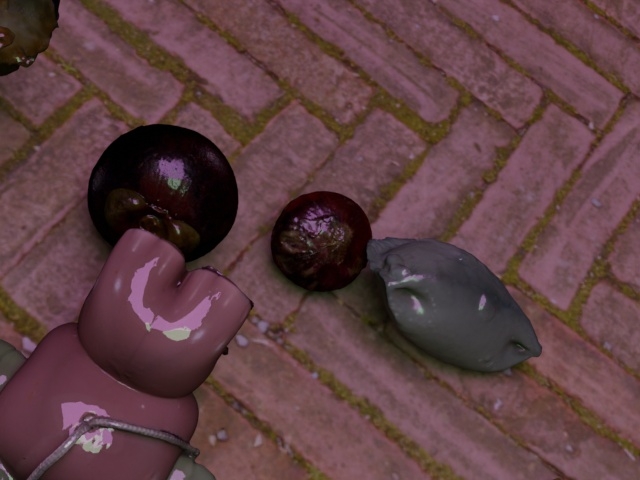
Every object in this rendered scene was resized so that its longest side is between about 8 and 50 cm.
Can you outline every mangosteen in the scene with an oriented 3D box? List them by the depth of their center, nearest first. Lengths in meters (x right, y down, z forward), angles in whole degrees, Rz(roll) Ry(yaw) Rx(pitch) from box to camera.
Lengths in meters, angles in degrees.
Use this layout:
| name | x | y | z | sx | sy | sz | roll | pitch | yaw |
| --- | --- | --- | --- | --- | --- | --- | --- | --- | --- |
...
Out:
| name | x | y | z | sx | sy | sz | roll | pitch | yaw |
| --- | --- | --- | --- | --- | --- | --- | --- | --- | --- |
| mangosteen | -0.155 | -0.038 | 1.295 | 0.153 | 0.152 | 0.152 | 8 | 58 | -13 |

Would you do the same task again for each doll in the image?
| name | x | y | z | sx | sy | sz | roll | pitch | yaw |
| --- | --- | --- | --- | --- | --- | --- | --- | --- | --- |
| doll | -0.195 | 0.151 | 1.135 | 0.284 | 0.216 | 0.268 | 30 | 62 | -1 |

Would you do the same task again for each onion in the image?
| name | x | y | z | sx | sy | sz | roll | pitch | yaw |
| --- | --- | --- | --- | --- | --- | --- | --- | --- | --- |
| onion | 0.000 | 0.000 | 1.363 | 0.107 | 0.097 | 0.107 | -3 | 104 | -12 |

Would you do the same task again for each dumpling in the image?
| name | x | y | z | sx | sy | sz | roll | pitch | yaw |
| --- | --- | --- | --- | --- | --- | --- | --- | --- | --- |
| dumpling | 0.140 | 0.050 | 1.359 | 0.217 | 0.105 | 0.149 | 29 | 52 | -21 |

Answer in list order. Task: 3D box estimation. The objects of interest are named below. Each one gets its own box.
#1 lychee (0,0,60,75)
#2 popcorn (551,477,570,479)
| name | x | y | z | sx | sy | sz | roll | pitch | yaw |
| --- | --- | --- | --- | --- | --- | --- | --- | --- | --- |
| lychee | -0.424 | -0.230 | 1.261 | 0.320 | 0.270 | 0.270 | 42 | 57 | -1 |
| popcorn | 0.252 | 0.280 | 1.265 | 0.116 | 0.106 | 0.120 | -38 | 77 | -22 |
